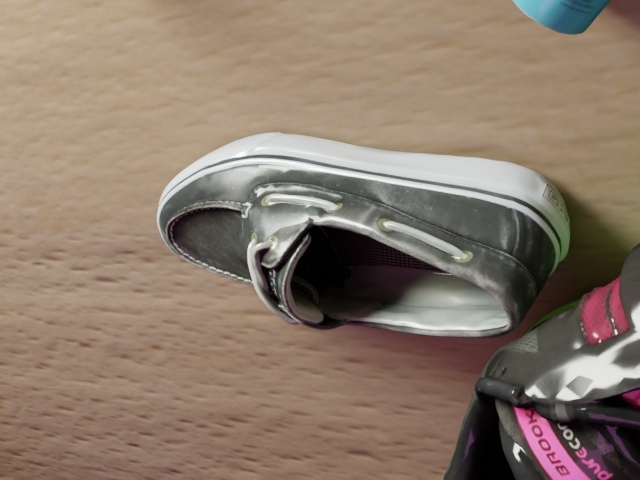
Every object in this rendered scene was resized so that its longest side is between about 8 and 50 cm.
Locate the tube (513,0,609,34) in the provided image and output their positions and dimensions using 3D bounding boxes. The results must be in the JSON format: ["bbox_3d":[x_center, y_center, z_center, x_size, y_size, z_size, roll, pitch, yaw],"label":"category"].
[{"bbox_3d":[0.161,-0.192,0.443,0.080,0.052,0.207,34,133,2],"label":"tube"}]

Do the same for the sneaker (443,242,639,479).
[{"bbox_3d":[0.202,0.074,0.488,0.185,0.202,0.483,42,149,13],"label":"sneaker"}]

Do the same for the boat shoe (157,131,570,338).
[{"bbox_3d":[0.000,0.000,0.670,0.335,0.119,0.121,0,127,34],"label":"boat shoe"}]
